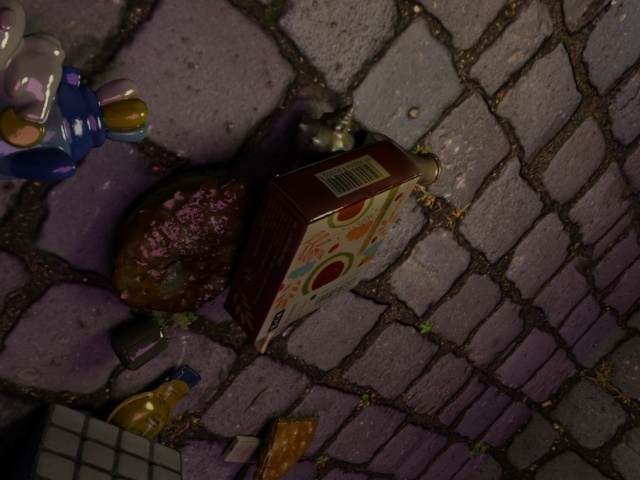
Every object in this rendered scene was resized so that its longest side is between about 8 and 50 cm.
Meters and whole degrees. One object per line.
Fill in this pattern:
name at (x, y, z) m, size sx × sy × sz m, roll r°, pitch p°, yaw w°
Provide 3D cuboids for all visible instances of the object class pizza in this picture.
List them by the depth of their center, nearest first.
pizza at (-0.113, 0.599, 1.860) m, size 0.292 × 0.058 × 0.197 m, roll -43°, pitch 128°, yaw -31°

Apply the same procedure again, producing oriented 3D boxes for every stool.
stool at (-0.389, 0.220, 1.343) m, size 0.110 × 0.096 × 0.096 m, roll -33°, pitch 137°, yaw -21°

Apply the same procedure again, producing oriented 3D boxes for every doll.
doll at (-0.445, -0.208, 0.888) m, size 0.376 × 0.187 × 0.365 m, roll -29°, pitch 131°, yaw 10°

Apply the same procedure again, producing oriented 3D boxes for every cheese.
cheese at (-0.406, 0.406, 1.495) m, size 0.270 × 0.069 × 0.177 m, roll -40°, pitch 138°, yaw -8°

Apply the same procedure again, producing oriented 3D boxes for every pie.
pie at (-0.263, 0.005, 1.263) m, size 0.355 × 0.103 × 0.288 m, roll -37°, pitch 138°, yaw -4°

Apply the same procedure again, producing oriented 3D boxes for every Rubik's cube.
Rubik's cube at (-0.511, 0.611, 1.298) m, size 0.344 × 0.344 × 0.337 m, roll 31°, pitch 101°, yaw -21°

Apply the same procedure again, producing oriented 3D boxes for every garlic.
garlic at (-0.145, 0.244, 1.580) m, size 0.041 × 0.053 × 0.083 m, roll 21°, pitch 95°, yaw -62°

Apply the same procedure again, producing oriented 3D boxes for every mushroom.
mushroom at (0.184, -0.178, 1.474) m, size 0.247 × 0.108 × 0.096 m, roll 11°, pitch 156°, yaw -40°

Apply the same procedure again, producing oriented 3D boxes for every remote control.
remote control at (-0.201, 0.626, 1.857) m, size 0.190 × 0.029 × 0.087 m, roll 24°, pitch 106°, yaw -46°

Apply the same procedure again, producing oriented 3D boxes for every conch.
conch at (0.001, -0.208, 1.308) m, size 0.137 × 0.114 × 0.234 m, roll -5°, pitch 160°, yaw -26°

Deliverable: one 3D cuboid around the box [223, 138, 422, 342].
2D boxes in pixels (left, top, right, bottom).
box at (0.000, 0.000, 1.322) m, size 0.345 × 0.122 × 0.385 m, roll -25°, pitch 152°, yaw -41°
